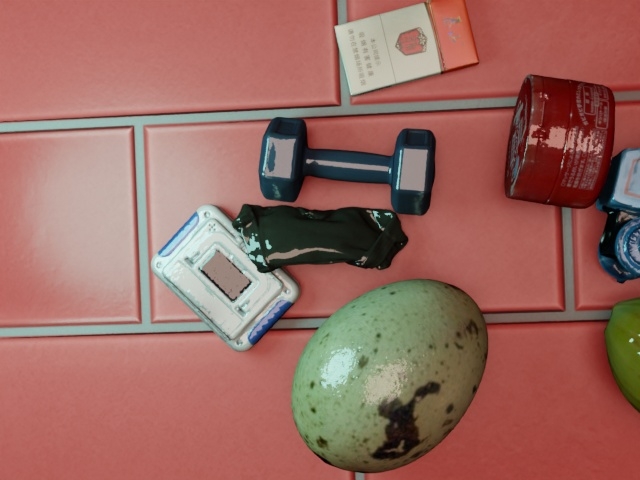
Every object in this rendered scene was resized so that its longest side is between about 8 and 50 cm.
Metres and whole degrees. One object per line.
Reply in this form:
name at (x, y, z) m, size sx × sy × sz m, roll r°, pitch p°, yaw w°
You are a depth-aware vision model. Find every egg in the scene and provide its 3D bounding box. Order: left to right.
egg at (0.120, 0.228, 1.587) m, size 0.379 × 0.287 × 0.287 m, roll -44°, pitch 87°, yaw -10°

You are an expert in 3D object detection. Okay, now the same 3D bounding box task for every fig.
fig at (0.612, 0.200, 1.578) m, size 0.239 × 0.239 × 0.271 m, roll -50°, pitch 59°, yaw 4°

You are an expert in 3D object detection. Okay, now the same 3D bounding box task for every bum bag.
bum bag at (0.000, 0.000, 1.684) m, size 0.326 × 0.079 × 0.142 m, roll 2°, pitch 63°, yaw -4°

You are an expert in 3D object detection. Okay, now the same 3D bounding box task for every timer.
timer at (-0.178, 0.070, 1.715) m, size 0.253 × 0.078 × 0.178 m, roll 43°, pitch 93°, yaw 4°

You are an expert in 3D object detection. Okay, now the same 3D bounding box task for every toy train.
toy train at (0.639, -0.038, 1.587) m, size 0.300 × 0.188 × 0.265 m, roll 14°, pitch 87°, yaw 6°

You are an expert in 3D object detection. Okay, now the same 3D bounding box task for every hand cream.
hand cream at (0.410, -0.169, 1.583) m, size 0.149 × 0.230 × 0.230 m, roll 7°, pitch 91°, yaw 4°

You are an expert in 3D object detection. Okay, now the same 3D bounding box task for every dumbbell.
dumbbell at (0.049, -0.135, 1.658) m, size 0.316 × 0.156 × 0.143 m, roll 6°, pitch 62°, yaw 5°

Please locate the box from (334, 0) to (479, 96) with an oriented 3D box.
box at (0.159, -0.361, 1.699) m, size 0.245 × 0.035 × 0.139 m, roll -12°, pitch 89°, yaw 6°
